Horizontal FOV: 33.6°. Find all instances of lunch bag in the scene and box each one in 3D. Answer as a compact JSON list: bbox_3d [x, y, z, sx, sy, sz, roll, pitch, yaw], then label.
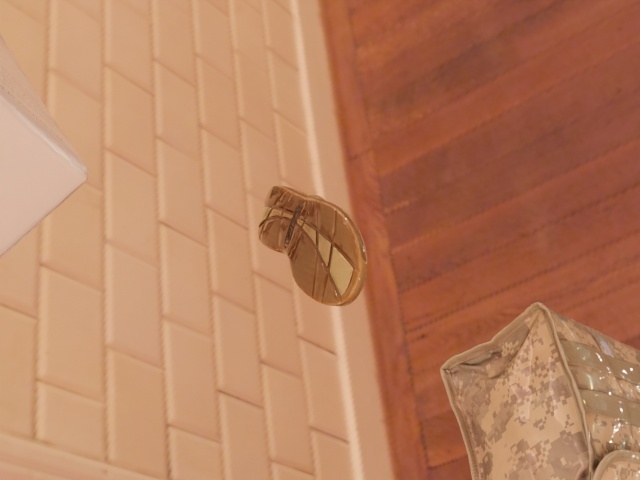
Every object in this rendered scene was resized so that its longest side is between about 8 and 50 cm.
[{"bbox_3d":[0.273,0.237,1.055,0.169,0.235,0.287,-39,46,31],"label":"lunch bag"}]

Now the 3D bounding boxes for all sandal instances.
[{"bbox_3d":[0.000,0.000,0.873,0.180,0.049,0.072,37,108,60],"label":"sandal"}]

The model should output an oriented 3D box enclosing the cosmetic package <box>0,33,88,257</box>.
[{"bbox_3d":[-0.264,-0.104,0.524,0.138,0.224,0.225,-42,45,0],"label":"cosmetic package"}]
